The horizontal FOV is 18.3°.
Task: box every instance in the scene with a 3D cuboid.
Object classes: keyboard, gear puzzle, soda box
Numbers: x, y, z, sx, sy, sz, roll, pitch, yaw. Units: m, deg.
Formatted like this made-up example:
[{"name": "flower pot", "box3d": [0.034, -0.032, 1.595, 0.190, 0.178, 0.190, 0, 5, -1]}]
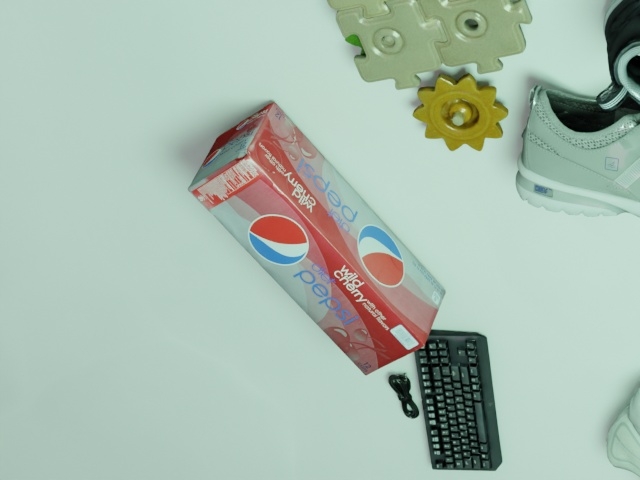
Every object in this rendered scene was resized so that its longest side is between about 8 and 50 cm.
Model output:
[{"name": "keyboard", "box3d": [0.124, 0.164, 2.026, 0.108, 0.023, 0.180, 3, 127, 18]}, {"name": "gear puzzle", "box3d": [0.092, -0.218, 1.731, 0.175, 0.044, 0.339, -9, 125, 24]}, {"name": "soda box", "box3d": [0.000, 0.000, 1.896, 0.083, 0.092, 0.263, -29, 113, 36]}]

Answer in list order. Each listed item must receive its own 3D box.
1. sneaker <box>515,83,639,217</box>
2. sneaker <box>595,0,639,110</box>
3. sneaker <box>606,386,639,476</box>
[{"name": "sneaker", "box3d": [0.303, -0.077, 1.716, 0.281, 0.105, 0.115, 3, 123, 16]}, {"name": "sneaker", "box3d": [0.340, -0.177, 1.592, 0.268, 0.153, 0.101, -23, 116, 33]}, {"name": "sneaker", "box3d": [0.409, 0.247, 1.941, 0.292, 0.110, 0.118, 38, 138, 0]}]
